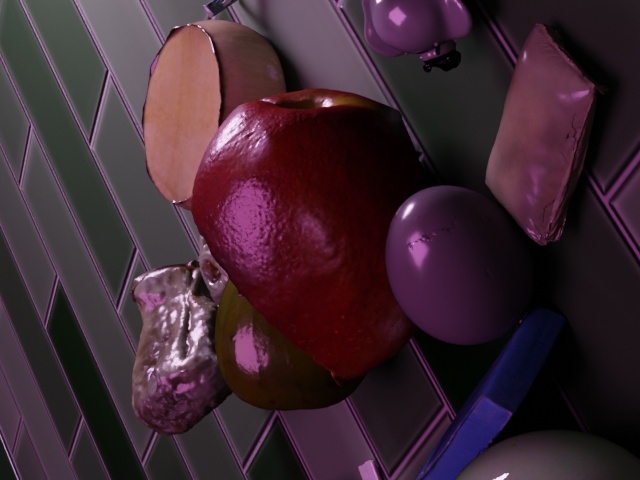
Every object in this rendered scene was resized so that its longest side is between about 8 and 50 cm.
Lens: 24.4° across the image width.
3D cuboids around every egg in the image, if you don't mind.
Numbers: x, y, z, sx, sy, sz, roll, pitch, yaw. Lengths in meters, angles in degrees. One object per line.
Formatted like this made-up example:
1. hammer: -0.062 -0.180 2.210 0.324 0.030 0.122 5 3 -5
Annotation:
1. egg: 0.226 0.294 1.440 0.220 0.220 0.270 67 153 15
2. egg: 0.141 0.025 1.517 0.146 0.146 0.199 49 178 41

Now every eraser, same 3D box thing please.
1. eraser: 0.165 0.201 1.601 0.042 0.144 0.312 32 143 6

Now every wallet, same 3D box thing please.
1. wallet: 0.076 0.335 1.979 0.083 0.011 0.044 68 153 11

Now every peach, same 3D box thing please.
1. peach: 0.000 0.000 1.680 0.281 0.281 0.338 26 127 56

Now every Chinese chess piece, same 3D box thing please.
1. Chinese chess piece: -0.143 -0.164 1.965 0.257 0.104 0.257 -10 78 59

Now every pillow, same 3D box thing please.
1. pillow: 0.214 -0.097 1.440 0.119 0.053 0.208 50 142 39

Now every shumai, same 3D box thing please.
1. shumai: -0.206 0.150 2.138 0.222 0.225 0.261 47 -170 -4

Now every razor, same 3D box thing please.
1. razor: -0.107 -0.381 1.922 0.037 0.068 0.191 24 125 13

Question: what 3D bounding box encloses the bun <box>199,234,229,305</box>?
1. bun: -0.106 0.027 2.051 0.195 0.118 0.195 45 144 48

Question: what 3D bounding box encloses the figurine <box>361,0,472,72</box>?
1. figurine: 0.092 -0.259 1.517 0.147 0.126 0.192 -1 119 53

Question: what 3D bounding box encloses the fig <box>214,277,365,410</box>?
1. fig: -0.039 0.096 1.854 0.203 0.203 0.225 23 129 57
